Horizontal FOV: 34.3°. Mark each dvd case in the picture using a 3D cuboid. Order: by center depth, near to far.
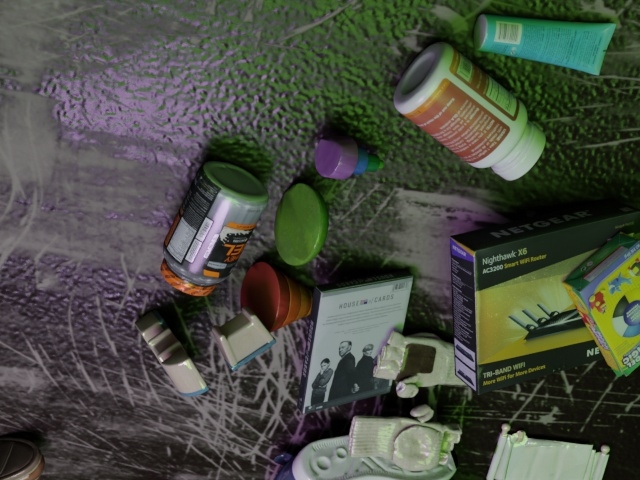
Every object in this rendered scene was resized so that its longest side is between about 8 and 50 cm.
[{"bbox_3d":[0.057,0.168,1.714,0.179,0.029,0.239,-9,122,-30],"label":"dvd case"}]

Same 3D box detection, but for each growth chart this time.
[{"bbox_3d":[0.422,0.429,1.931,0.237,0.021,0.172,12,117,-11],"label":"growth chart"}]

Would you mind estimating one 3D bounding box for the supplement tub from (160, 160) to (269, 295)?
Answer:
[{"bbox_3d":[-0.167,-0.016,1.587,0.117,0.117,0.190,22,115,-16],"label":"supplement tub"}]

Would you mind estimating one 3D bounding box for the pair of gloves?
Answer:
[{"bbox_3d":[0.166,0.277,1.760,0.204,0.042,0.240,15,96,-21],"label":"pair of gloves"}]

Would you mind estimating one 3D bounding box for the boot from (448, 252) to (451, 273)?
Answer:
[{"bbox_3d":[0.305,0.100,1.716,0.123,0.095,0.258,-27,120,-5],"label":"boot"}]

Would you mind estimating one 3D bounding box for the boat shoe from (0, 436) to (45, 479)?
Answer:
[{"bbox_3d":[-0.603,0.432,1.809,0.307,0.111,0.104,-17,123,16],"label":"boat shoe"}]

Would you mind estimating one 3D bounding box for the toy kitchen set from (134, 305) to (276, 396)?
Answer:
[{"bbox_3d":[-0.176,0.168,1.661,0.166,0.207,0.122,-33,118,-11],"label":"toy kitchen set"}]

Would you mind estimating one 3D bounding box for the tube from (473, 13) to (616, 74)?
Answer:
[{"bbox_3d":[0.329,-0.293,1.519,0.207,0.052,0.080,5,123,-13],"label":"tube"}]

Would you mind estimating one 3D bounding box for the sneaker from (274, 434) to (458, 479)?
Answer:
[{"bbox_3d":[0.062,0.441,1.871,0.322,0.130,0.236,0,144,-25],"label":"sneaker"}]

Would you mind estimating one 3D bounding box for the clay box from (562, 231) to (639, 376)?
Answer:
[{"bbox_3d":[0.479,0.111,1.619,0.127,0.053,0.222,-40,117,-8],"label":"clay box"}]

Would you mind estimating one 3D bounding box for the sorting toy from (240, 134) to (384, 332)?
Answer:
[{"bbox_3d":[0.000,0.000,1.632,0.126,0.127,0.366,7,123,-35],"label":"sorting toy"}]

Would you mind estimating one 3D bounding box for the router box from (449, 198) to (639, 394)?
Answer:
[{"bbox_3d":[0.359,0.085,1.635,0.308,0.081,0.243,-13,112,-19],"label":"router box"}]

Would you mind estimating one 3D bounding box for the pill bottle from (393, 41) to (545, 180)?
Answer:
[{"bbox_3d":[0.223,-0.184,1.524,0.216,0.121,0.121,34,111,-20],"label":"pill bottle"}]
